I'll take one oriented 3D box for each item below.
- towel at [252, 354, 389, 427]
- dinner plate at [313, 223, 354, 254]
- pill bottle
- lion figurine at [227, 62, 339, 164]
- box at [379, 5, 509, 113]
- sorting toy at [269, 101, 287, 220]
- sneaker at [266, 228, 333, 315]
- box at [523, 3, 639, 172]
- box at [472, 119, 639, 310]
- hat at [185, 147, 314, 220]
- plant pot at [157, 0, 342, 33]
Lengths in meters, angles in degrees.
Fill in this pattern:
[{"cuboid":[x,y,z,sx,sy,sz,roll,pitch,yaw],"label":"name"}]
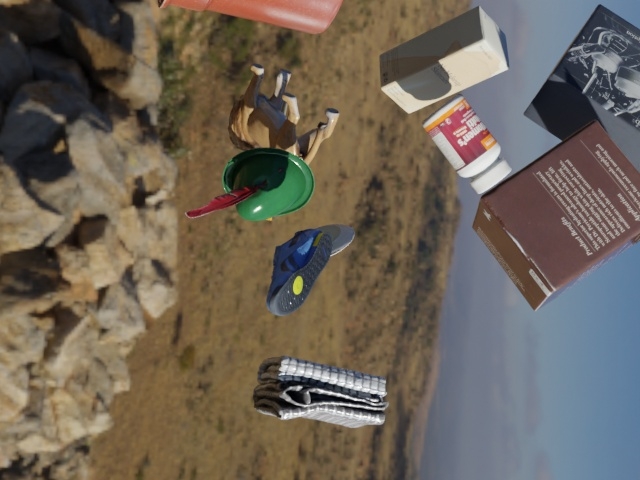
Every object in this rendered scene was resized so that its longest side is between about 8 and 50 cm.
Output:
[{"cuboid":[-0.004,0.324,1.867,0.283,0.234,0.121,149,-47,-73],"label":"towel"},{"cuboid":[0.000,0.000,1.814,0.141,0.141,0.017,-72,144,-57],"label":"dinner plate"},{"cuboid":[0.352,-0.229,2.147,0.221,0.121,0.121,52,16,-3],"label":"pill bottle"},{"cuboid":[-0.104,-0.259,2.113,0.392,0.142,0.240,53,-49,49],"label":"lion figurine"},{"cuboid":[0.320,-0.468,2.347,0.148,0.311,0.121,31,48,-43],"label":"box"},{"cuboid":[-0.138,-0.225,2.605,0.229,0.041,0.307,97,0,-52],"label":"sorting toy"},{"cuboid":[-0.054,0.053,1.533,0.209,0.082,0.069,-56,144,-45],"label":"sneaker"},{"cuboid":[0.753,-0.369,2.281,0.313,0.343,0.179,-53,174,-29],"label":"box"},{"cuboid":[0.354,-0.032,1.300,0.169,0.203,0.167,56,-4,14],"label":"box"},{"cuboid":[-0.119,-0.056,1.704,0.184,0.208,0.173,-86,166,-49],"label":"hat"},{"cuboid":[-0.094,-0.465,1.432,0.272,0.264,0.273,-167,-90,-71],"label":"plant pot"}]
